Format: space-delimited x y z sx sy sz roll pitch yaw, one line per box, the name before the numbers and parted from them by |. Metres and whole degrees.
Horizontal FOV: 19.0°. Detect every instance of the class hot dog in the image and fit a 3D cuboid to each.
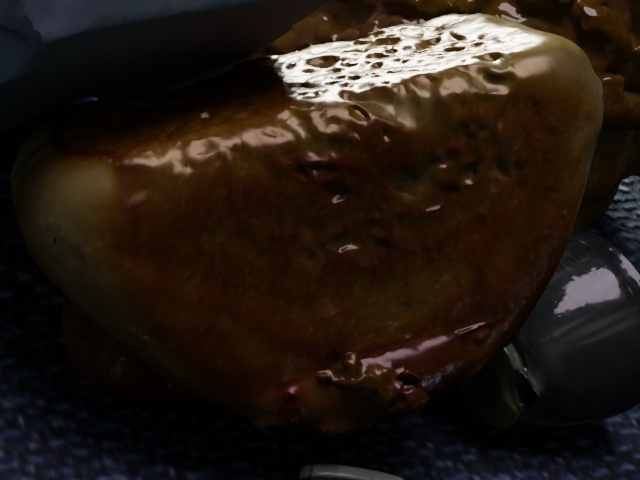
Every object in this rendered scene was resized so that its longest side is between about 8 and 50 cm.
hot dog | 0.000 0.000 0.848 0.257 0.153 0.150 -16 22 -15

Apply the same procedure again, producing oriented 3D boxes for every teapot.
teapot | 0.098 0.053 0.932 0.091 0.124 0.092 -21 89 -29

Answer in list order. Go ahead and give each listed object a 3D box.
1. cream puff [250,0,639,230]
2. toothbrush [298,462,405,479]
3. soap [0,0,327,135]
cream puff | 0.068 -0.152 1.082 0.343 0.231 0.327 25 33 7
toothbrush | 0.130 0.138 0.847 0.294 0.026 0.028 12 49 -14
soap | -0.153 -0.193 0.928 0.156 0.261 0.446 -11 18 -26
